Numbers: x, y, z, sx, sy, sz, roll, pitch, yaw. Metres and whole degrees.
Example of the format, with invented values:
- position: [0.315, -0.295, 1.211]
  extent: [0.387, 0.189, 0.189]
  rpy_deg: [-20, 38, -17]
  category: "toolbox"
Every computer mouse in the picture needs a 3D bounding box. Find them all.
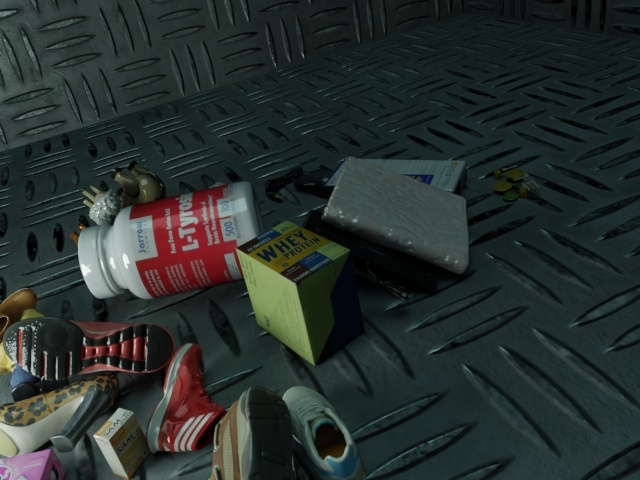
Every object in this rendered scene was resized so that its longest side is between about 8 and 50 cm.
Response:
- position: [-0.051, -0.172, 1.745]
  extent: [0.184, 0.060, 0.262]
  rpy_deg: [-32, 36, -32]
  category: "computer mouse"

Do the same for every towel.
- position: [0.186, -0.069, 1.373]
  extent: [0.331, 0.054, 0.317]
  rpy_deg: [20, 32, 1]
  category: "towel"

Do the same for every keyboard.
- position: [0.101, 0.040, 1.242]
  extent: [0.316, 0.033, 0.202]
  rpy_deg: [21, 32, 0]
  category: "keyboard"

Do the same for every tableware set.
- position: [0.510, -0.151, 1.562]
  extent: [0.103, 0.024, 0.154]
  rpy_deg: [-15, 32, 0]
  category: "tableware set"

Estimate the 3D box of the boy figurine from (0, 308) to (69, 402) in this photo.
- position: [-0.607, 0.241, 1.227]
  extent: [0.177, 0.092, 0.285]
  rpy_deg: [-25, 33, -21]
  category: "boy figurine"

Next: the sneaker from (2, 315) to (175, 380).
- position: [-0.449, 0.215, 1.150]
  extent: [0.313, 0.116, 0.136]
  rpy_deg: [6, -10, -13]
  category: "sneaker"

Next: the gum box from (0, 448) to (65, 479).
- position: [-0.516, 0.414, 0.940]
  extent: [0.188, 0.062, 0.107]
  rpy_deg: [-12, 31, 0]
  category: "gum box"

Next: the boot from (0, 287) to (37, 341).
- position: [-0.705, 0.178, 1.304]
  extent: [0.152, 0.073, 0.197]
  rpy_deg: [-31, 25, 57]
  category: "boot"

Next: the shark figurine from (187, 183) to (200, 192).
- position: [-0.302, -0.088, 1.645]
  extent: [0.166, 0.116, 0.278]
  rpy_deg: [-13, 33, -4]
  category: "shark figurine"

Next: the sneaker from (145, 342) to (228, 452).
- position: [-0.217, 0.285, 1.053]
  extent: [0.127, 0.087, 0.221]
  rpy_deg: [3, 45, 8]
  category: "sneaker"

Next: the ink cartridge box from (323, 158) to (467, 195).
- position: [0.212, -0.167, 1.645]
  extent: [0.370, 0.069, 0.176]
  rpy_deg: [7, 36, 23]
  category: "ink cartridge box"

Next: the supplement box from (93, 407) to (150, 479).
- position: [-0.326, 0.337, 0.967]
  extent: [0.036, 0.099, 0.062]
  rpy_deg: [6, 36, 27]
  category: "supplement box"

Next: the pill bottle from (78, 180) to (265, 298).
- position: [-0.338, 0.009, 1.381]
  extent: [0.407, 0.229, 0.229]
  rpy_deg: [-13, 31, -2]
  category: "pill bottle"

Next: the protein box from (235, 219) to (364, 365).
- position: [-0.039, 0.098, 1.163]
  extent: [0.135, 0.200, 0.201]
  rpy_deg: [-30, 35, -29]
  category: "protein box"

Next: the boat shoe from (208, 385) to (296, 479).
- position: [-0.103, 0.373, 0.843]
  extent: [0.116, 0.123, 0.325]
  rpy_deg: [-37, 32, 25]
  category: "boat shoe"

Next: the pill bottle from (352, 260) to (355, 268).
- position: [0.021, 0.064, 1.331]
  extent: [0.116, 0.065, 0.065]
  rpy_deg: [-9, 31, 5]
  category: "pill bottle"

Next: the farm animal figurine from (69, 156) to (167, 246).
- position: [-0.492, -0.075, 1.589]
  extent: [0.172, 0.327, 0.330]
  rpy_deg: [38, 48, 3]
  category: "farm animal figurine"

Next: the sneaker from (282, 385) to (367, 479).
- position: [0.001, 0.297, 0.930]
  extent: [0.087, 0.092, 0.228]
  rpy_deg: [-24, 32, -17]
  category: "sneaker"

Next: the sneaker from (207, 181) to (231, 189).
- position: [-0.311, -0.157, 1.827]
  extent: [0.069, 0.038, 0.098]
  rpy_deg: [0, 33, 20]
  category: "sneaker"

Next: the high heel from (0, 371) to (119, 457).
- position: [-0.518, 0.311, 1.097]
  extent: [0.261, 0.093, 0.186]
  rpy_deg: [0, 26, 15]
  category: "high heel"
